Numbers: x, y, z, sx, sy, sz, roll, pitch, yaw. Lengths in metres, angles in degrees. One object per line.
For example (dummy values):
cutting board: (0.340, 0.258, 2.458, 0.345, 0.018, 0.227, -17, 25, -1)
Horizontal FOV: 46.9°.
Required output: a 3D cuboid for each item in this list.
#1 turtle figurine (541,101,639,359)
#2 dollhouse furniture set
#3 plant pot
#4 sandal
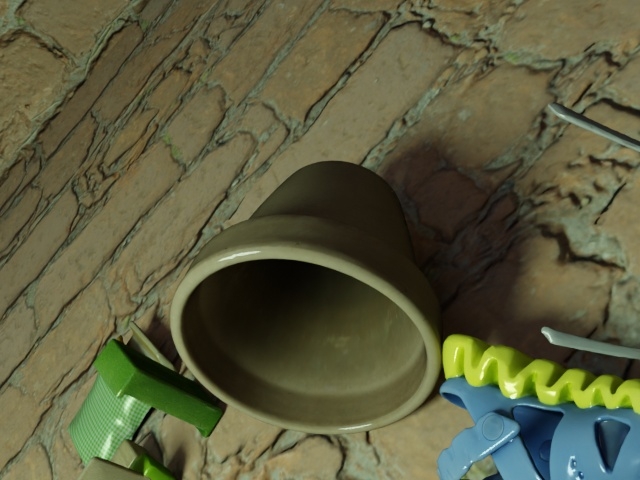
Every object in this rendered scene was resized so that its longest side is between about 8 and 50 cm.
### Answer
turtle figurine: (0.297, 0.050, 0.478, 0.266, 0.275, 0.197, 51, 135, 49)
dollhouse furniture set: (-0.299, 0.224, 1.011, 0.197, 0.151, 0.301, -57, 36, -5)
plant pot: (0.000, 0.037, 0.783, 0.263, 0.263, 0.229, -28, 29, 30)
sandal: (0.202, 0.168, 0.553, 0.317, 0.126, 0.138, 3, 65, 58)
